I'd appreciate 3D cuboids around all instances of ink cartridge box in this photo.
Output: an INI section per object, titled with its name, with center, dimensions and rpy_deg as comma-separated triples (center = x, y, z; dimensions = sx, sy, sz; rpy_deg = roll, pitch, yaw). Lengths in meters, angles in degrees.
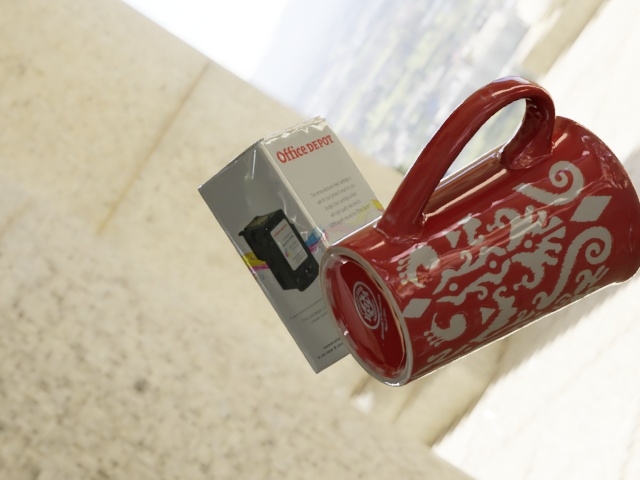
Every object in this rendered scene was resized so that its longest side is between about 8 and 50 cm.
[ink cartridge box]
center = 0.000, 0.000, 1.270
dimensions = 0.072, 0.175, 0.127
rpy_deg = -35, -3, 29

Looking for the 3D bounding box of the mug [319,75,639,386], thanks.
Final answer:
[mug]
center = 0.085, -0.007, 0.945
dimensions = 0.169, 0.150, 0.113
rpy_deg = -27, 8, -24
